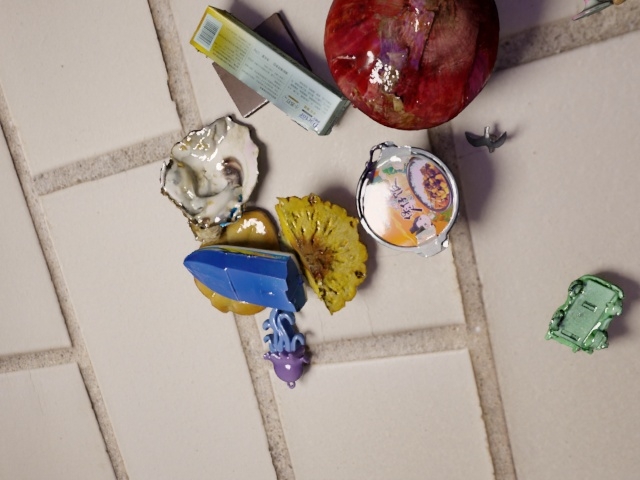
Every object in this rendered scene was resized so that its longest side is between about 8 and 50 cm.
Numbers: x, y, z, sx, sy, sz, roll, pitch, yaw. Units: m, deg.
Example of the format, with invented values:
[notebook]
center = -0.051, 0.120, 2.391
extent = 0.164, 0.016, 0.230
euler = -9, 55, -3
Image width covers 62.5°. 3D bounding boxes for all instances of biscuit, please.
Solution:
[biscuit]
center = -0.176, 0.049, 1.140
extent = 0.203, 0.041, 0.259
euler = 32, 113, 10

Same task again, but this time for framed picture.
[framed picture]
center = -0.116, -0.339, 1.033
extent = 0.169, 0.023, 0.127
euler = -29, 92, 23

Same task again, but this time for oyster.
[oyster]
center = -0.212, -0.131, 1.078
extent = 0.223, 0.083, 0.214
euler = -33, 84, 4

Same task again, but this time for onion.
[onion]
center = 0.143, -0.310, 0.823
extent = 0.277, 0.276, 0.275
euler = 5, 105, 18

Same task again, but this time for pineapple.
[pineapple]
center = 0.003, 0.005, 1.048
extent = 0.140, 0.164, 0.249
euler = -30, 98, -16

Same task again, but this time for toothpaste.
[toothpaste]
center = -0.095, -0.315, 0.980
extent = 0.313, 0.071, 0.089
euler = 37, 110, 8

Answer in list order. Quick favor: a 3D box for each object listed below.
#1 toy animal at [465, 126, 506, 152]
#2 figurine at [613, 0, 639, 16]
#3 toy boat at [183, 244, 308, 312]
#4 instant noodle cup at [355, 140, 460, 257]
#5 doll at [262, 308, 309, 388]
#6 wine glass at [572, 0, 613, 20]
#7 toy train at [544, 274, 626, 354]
[toy animal]
center = 0.295, -0.175, 0.924
extent = 0.084, 0.050, 0.028
euler = 15, 75, 52
[figurine]
center = 0.496, -0.350, 0.717
extent = 0.177, 0.247, 0.172
euler = -1, 98, 62
[toy boat]
center = -0.166, 0.063, 1.072
extent = 0.296, 0.088, 0.129
euler = 7, 132, 29
[instant noodle cup]
center = 0.162, -0.080, 0.943
extent = 0.178, 0.125, 0.208
euler = -12, 99, 21
[doll]
center = -0.077, 0.222, 1.137
extent = 0.110, 0.067, 0.205
euler = -4, 99, 33
[wine glass]
center = 0.395, -0.423, 0.803
extent = 0.074, 0.073, 0.154
euler = -17, 96, 22
[toy train]
center = 0.457, 0.132, 0.922
extent = 0.099, 0.081, 0.149
euler = 24, 104, 13
